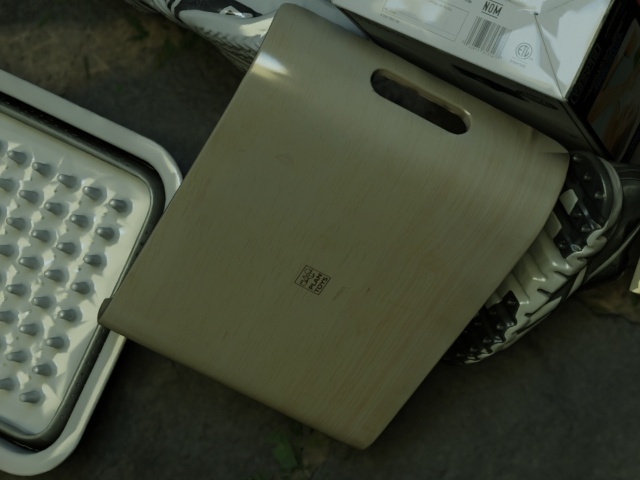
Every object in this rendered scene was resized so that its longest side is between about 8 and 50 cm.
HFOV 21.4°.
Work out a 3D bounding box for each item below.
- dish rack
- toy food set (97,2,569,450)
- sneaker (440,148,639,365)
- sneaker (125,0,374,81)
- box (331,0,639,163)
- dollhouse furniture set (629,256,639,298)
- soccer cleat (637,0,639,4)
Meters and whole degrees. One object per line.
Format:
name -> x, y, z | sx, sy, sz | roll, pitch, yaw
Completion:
dish rack -> -0.282, 0.006, 1.367 | 0.333, 0.072, 0.285 | 25, 90, 17
toy food set -> 0.000, 0.000, 1.185 | 0.220, 0.092, 0.306 | 27, 125, -9
sneaker -> 0.165, 0.019, 1.216 | 0.234, 0.106, 0.078 | -50, 56, 42
sneaker -> -0.055, -0.248, 1.253 | 0.366, 0.137, 0.210 | 34, 91, 42
box -> 0.132, -0.134, 1.151 | 0.169, 0.290, 0.087 | 26, 90, 19
dollhouse furniture set -> 0.287, -0.009, 1.146 | 0.129, 0.184, 0.129 | 18, 89, 17
soccer cleat -> 0.263, -0.202, 1.232 | 0.248, 0.083, 0.095 | 20, 85, 20
